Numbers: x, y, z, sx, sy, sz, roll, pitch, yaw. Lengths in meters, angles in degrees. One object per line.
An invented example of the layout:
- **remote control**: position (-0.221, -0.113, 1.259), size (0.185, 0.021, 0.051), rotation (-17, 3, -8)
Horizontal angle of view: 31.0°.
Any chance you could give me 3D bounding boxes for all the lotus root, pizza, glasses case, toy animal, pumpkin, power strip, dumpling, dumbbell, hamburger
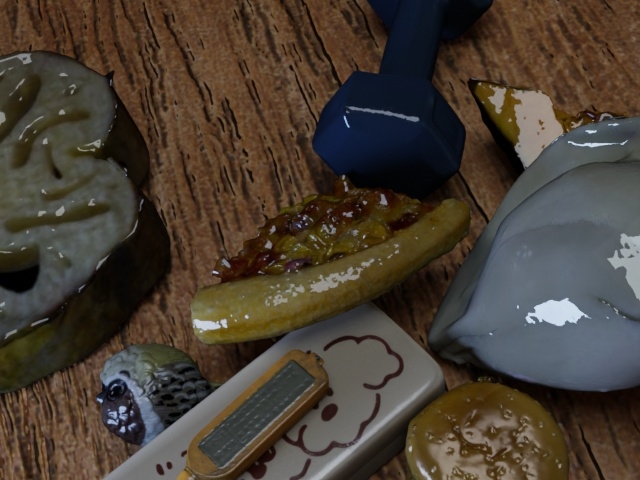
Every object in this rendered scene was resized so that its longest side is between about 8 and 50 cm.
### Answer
- **lotus root**: position (-0.350, -0.026, 1.227), size (0.374, 0.111, 0.391), rotation (-7, 59, 3)
- **pizza**: position (0.000, 0.000, 1.135), size (0.289, 0.081, 0.229), rotation (-23, 21, -4)
- **glasses case**: position (-0.048, 0.195, 1.057), size (0.336, 0.076, 0.144), rotation (-38, 60, -19)
- **toy animal**: position (-0.144, 0.153, 1.093), size (0.137, 0.098, 0.098), rotation (17, 56, -9)
- **pumpkin**: position (0.273, -0.055, 1.193), size (0.278, 0.111, 0.163), rotation (13, 77, 15)
- **power strip**: position (-0.063, 0.165, 1.014), size (0.178, 0.028, 0.049), rotation (-41, 61, -21)
- **dumpling**: position (0.253, 0.008, 1.050), size (0.181, 0.341, 0.260), rotation (24, 66, -13)
- **dumbbell**: position (0.099, -0.204, 1.276), size (0.159, 0.144, 0.325), rotation (9, 56, 10)
- **hamburger**: position (0.151, 0.197, 1.032), size (0.138, 0.083, 0.147), rotation (-29, 61, -19)
